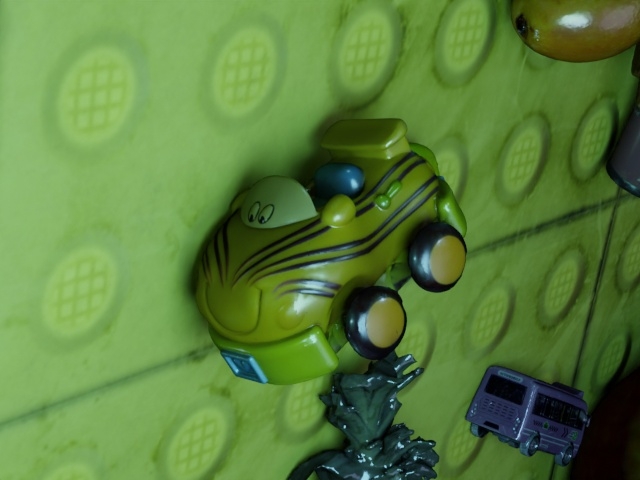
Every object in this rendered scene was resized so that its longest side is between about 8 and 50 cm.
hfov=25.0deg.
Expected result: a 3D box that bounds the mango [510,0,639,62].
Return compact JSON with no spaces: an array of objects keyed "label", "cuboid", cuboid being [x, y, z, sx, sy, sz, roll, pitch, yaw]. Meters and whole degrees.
[{"label":"mango","cuboid":[0.294,-0.265,1.466,0.253,0.138,0.113,-45,144,-33]}]

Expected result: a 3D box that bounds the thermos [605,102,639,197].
[{"label":"thermos","cuboid":[0.453,-0.209,1.684,0.136,0.109,0.330,-21,138,-50]}]

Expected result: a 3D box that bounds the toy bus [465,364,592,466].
[{"label":"toy bus","cuboid":[0.259,0.212,1.762,0.178,0.087,0.098,25,84,-54]}]

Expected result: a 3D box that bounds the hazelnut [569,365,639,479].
[{"label":"hazelnut","cuboid":[0.529,0.316,1.958,0.429,0.402,0.402,-41,141,-10]}]

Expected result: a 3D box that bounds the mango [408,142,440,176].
[{"label":"mango","cuboid":[0.069,-0.053,1.370,0.108,0.056,0.073,-30,127,-37]}]

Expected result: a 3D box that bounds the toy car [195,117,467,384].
[{"label":"toy car","cuboid":[0.000,0.000,1.212,0.248,0.200,0.142,-45,119,-30]}]

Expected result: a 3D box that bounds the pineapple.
[{"label":"pineapple","cuboid":[0.051,0.260,1.484,0.170,0.141,0.310,-12,115,-21]}]

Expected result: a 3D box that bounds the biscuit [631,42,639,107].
[{"label":"biscuit","cuboid":[0.397,-0.295,1.539,0.269,0.051,0.376,105,2,-57]}]
